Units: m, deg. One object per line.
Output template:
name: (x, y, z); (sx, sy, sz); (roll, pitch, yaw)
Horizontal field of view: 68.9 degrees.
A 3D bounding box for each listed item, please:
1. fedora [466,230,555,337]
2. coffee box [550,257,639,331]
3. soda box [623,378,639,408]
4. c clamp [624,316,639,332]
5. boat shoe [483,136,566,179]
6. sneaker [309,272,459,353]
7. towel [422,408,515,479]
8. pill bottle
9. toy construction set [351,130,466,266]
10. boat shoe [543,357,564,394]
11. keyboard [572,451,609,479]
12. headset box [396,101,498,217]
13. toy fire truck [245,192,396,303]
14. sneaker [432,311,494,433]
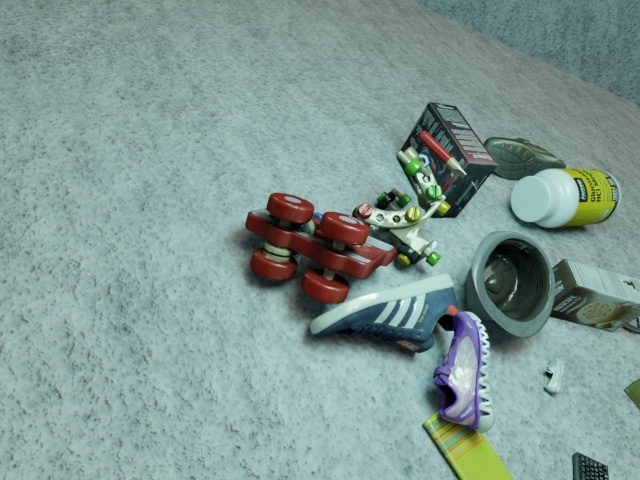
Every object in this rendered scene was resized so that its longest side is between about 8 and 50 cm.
fedora: (0.445, 0.110, 1.149); (0.244, 0.124, 0.275); (38, 62, -6)
coffee box: (0.723, 0.150, 1.253); (0.247, 0.141, 0.098); (14, 47, -12)
soda box: (0.822, 0.333, 1.104); (0.061, 0.181, 0.058); (-13, 58, -33)
c clamp: (0.919, 0.214, 1.369); (0.137, 0.022, 0.160); (34, 45, 6)
boat shoe: (0.705, -0.294, 1.665); (0.356, 0.132, 0.130); (14, 36, -25)
sneaker: (0.153, 0.177, 0.982); (0.350, 0.131, 0.148); (-12, 79, -21)
towel: (0.299, 0.432, 0.891); (0.102, 0.021, 0.237); (-17, 60, -31)
pill bottle: (0.783, -0.137, 1.501); (0.334, 0.187, 0.187); (-5, 53, -28)
toy construction set: (0.252, -0.079, 1.143); (0.257, 0.308, 0.237); (-36, 76, -33)
boat shoe: (0.546, 0.313, 1.100); (0.035, 0.035, 0.100); (33, 52, 2)
keyboard: (0.555, 0.525, 0.924); (0.108, 0.023, 0.180); (29, 46, 1)
headset box: (0.363, -0.222, 1.360); (0.110, 0.218, 0.293); (0, 50, -25)
toy fire truck: (0.000, 0.000, 1.037); (0.302, 0.169, 0.254); (22, 16, 18)
sneaker: (0.277, 0.257, 0.934); (0.105, 0.095, 0.236); (4, 67, -2)
